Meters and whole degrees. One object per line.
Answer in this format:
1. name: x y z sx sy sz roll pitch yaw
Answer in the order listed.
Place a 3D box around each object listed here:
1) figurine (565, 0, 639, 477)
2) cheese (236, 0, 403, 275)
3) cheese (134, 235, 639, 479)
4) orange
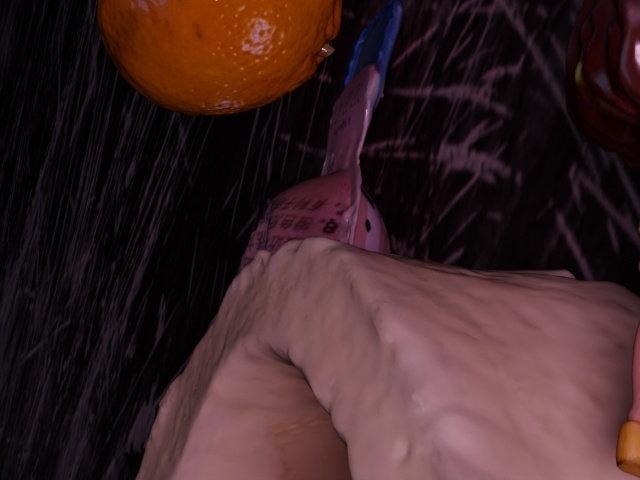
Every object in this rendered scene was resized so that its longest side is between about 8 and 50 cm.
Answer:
1. figurine: 0.143 -0.039 0.634 0.175 0.116 0.240 145 131 -66
2. cheese: 0.000 0.000 1.096 0.189 0.074 0.286 144 143 -71
3. cheese: 0.027 0.171 0.785 0.332 0.153 0.292 -65 31 33
4. orange: -0.063 -0.165 1.232 0.177 0.155 0.177 -43 39 49
